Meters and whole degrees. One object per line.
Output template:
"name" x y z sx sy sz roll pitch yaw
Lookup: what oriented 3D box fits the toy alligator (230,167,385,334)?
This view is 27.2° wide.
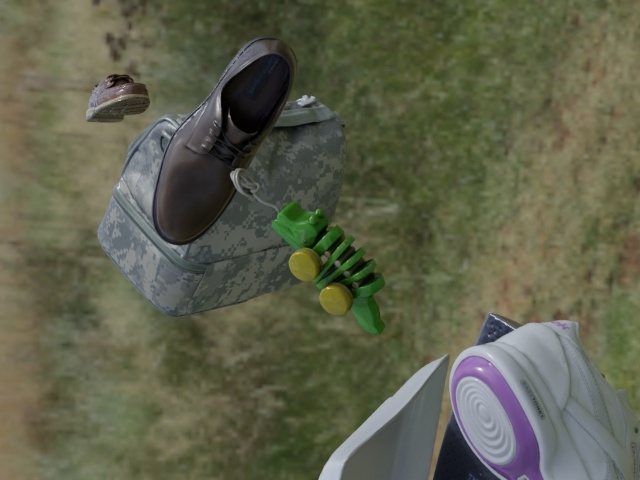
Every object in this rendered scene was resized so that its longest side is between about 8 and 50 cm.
"toy alligator" 0.000 0.000 1.129 0.051 0.189 0.056 -39 3 39

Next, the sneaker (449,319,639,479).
"sneaker" 0.227 0.202 1.055 0.114 0.152 0.305 -27 88 53

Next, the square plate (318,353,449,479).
"square plate" 0.047 0.328 1.485 0.347 0.049 0.344 -31 -46 -63

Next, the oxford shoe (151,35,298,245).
"oxford shoe" -0.097 -0.094 1.266 0.227 0.083 0.096 -62 10 7

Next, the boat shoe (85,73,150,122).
"boat shoe" -0.285 -0.202 1.829 0.178 0.064 0.060 -6 85 64

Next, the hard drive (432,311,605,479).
"hard drive" 0.206 0.221 1.390 0.172 0.054 0.254 32 113 48

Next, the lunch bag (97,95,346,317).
"lunch bag" -0.121 -0.068 1.813 0.212 0.305 0.256 48 129 28
